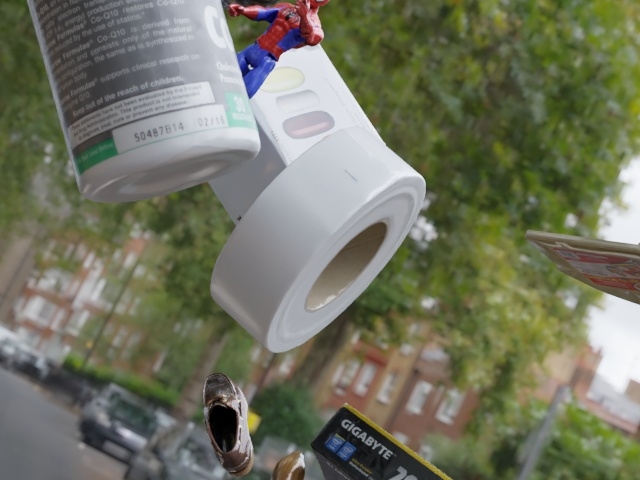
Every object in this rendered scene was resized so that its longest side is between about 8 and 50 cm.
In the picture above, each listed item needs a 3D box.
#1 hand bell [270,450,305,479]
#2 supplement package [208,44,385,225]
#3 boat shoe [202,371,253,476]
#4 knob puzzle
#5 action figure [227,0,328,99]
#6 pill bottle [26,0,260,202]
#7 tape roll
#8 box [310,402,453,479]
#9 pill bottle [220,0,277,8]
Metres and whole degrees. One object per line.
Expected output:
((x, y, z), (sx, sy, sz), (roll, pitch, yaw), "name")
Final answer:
((-0.056, 0.311, 1.676), (0.126, 0.126, 0.242), (26, 21, 2), "hand bell")
((-0.059, -0.152, 1.996), (0.194, 0.203, 0.149), (57, -46, 12), "supplement package")
((-0.158, 0.294, 2.350), (0.073, 0.073, 0.207), (60, 5, -45), "boat shoe")
((0.351, 0.033, 1.583), (0.213, 0.030, 0.213), (21, -13, 5), "knob puzzle")
((-0.093, -0.235, 1.764), (0.091, 0.280, 0.139), (41, -7, 23), "action figure")
((-0.207, -0.238, 1.528), (0.204, 0.361, 0.204), (-16, -6, -2), "pill bottle")
((0.000, 0.000, 1.711), (0.100, 0.286, 0.286), (42, -5, 17), "tape roll")
((0.145, 0.368, 1.767), (0.322, 0.079, 0.257), (33, -19, 29), "box")
((-0.129, -0.456, 2.404), (0.123, 0.123, 0.219), (33, -9, -31), "pill bottle")
